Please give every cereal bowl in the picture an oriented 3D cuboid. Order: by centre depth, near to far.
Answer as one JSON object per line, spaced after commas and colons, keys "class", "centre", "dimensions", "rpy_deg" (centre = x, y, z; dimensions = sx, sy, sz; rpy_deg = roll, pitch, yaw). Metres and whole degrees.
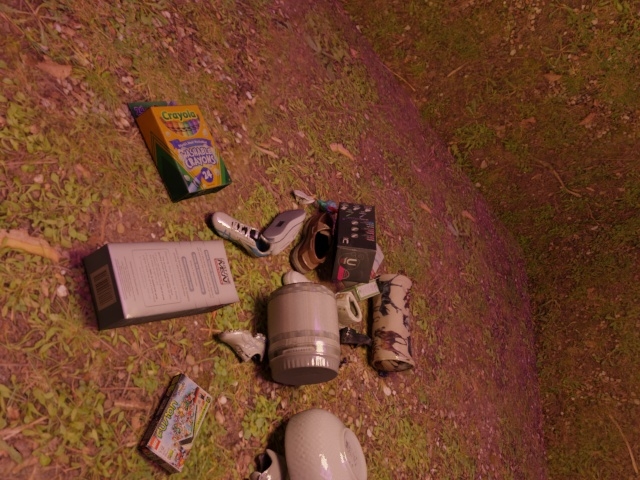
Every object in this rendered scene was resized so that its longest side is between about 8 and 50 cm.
{"class": "cereal bowl", "centre": [0.038, 0.635, 1.633], "dimensions": [0.339, 0.141, 0.339], "rpy_deg": [58, 17, -29]}

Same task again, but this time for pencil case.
{"class": "pencil case", "centre": [0.285, 0.320, 2.255], "dimensions": [0.183, 0.159, 0.411], "rpy_deg": [47, 37, -42]}

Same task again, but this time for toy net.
{"class": "toy net", "centre": [-0.011, -0.135, 2.209], "dimensions": [0.232, 0.045, 0.122], "rpy_deg": [13, 25, -39]}

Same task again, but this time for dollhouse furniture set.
{"class": "dollhouse furniture set", "centre": [0.076, 0.384, 2.004], "dimensions": [0.081, 0.090, 0.115], "rpy_deg": [44, 33, -54]}

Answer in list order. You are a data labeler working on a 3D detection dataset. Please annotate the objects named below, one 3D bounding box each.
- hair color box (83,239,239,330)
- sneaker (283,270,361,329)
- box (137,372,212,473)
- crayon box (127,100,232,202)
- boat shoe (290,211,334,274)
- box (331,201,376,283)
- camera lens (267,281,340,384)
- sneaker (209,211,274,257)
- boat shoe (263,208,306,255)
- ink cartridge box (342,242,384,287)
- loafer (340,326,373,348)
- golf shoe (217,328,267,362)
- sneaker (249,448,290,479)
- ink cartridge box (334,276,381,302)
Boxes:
{"class": "hair color box", "centre": [-0.396, 0.104, 1.482], "dimensions": [0.374, 0.113, 0.186], "rpy_deg": [-2, 72, -54]}
{"class": "sneaker", "centre": [0.019, 0.188, 1.960], "dimensions": [0.292, 0.169, 0.108], "rpy_deg": [47, 39, -24]}
{"class": "box", "centre": [-0.348, 0.442, 1.399], "dimensions": [0.114, 0.036, 0.207], "rpy_deg": [48, 37, -25]}
{"class": "crayon box", "centre": [-0.417, -0.290, 1.734], "dimensions": [0.203, 0.083, 0.323], "rpy_deg": [-26, 90, -57]}
{"class": "boat shoe", "centre": [0.000, 0.000, 2.099], "dimensions": [0.123, 0.116, 0.324], "rpy_deg": [50, 36, -22]}
{"class": "box", "centre": [0.122, 0.004, 2.106], "dimensions": [0.143, 0.165, 0.270], "rpy_deg": [7, 39, -2]}
{"class": "camera lens", "centre": [-0.052, 0.279, 1.751], "dimensions": [0.219, 0.219, 0.275], "rpy_deg": [28, 48, -43]}
{"class": "sneaker", "centre": [-0.243, -0.025, 1.805], "dimensions": [0.237, 0.086, 0.085], "rpy_deg": [36, 44, -35]}
{"class": "boat shoe", "centre": [-0.123, -0.031, 1.991], "dimensions": [0.258, 0.095, 0.084], "rpy_deg": [-44, 134, -53]}
{"class": "ink cartridge box", "centre": [0.161, 0.096, 2.253], "dimensions": [0.072, 0.127, 0.175], "rpy_deg": [59, 34, -14]}
{"class": "loafer", "centre": [0.127, 0.366, 2.106], "dimensions": [0.170, 0.062, 0.061], "rpy_deg": [29, 69, -38]}
{"class": "golf shoe", "centre": [-0.220, 0.303, 1.646], "dimensions": [0.176, 0.069, 0.086], "rpy_deg": [24, 57, -44]}
{"class": "sneaker", "centre": [-0.147, 0.670, 1.497], "dimensions": [0.121, 0.099, 0.263], "rpy_deg": [42, 31, -20]}
{"class": "ink cartridge box", "centre": [0.151, 0.198, 2.192], "dimensions": [0.209, 0.108, 0.062], "rpy_deg": [-12, 79, -57]}
